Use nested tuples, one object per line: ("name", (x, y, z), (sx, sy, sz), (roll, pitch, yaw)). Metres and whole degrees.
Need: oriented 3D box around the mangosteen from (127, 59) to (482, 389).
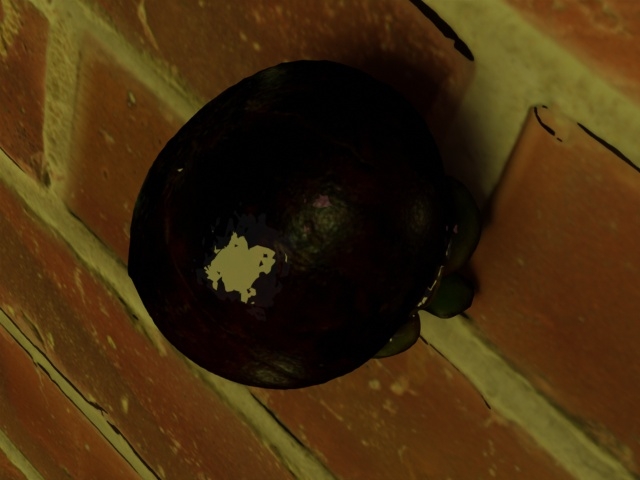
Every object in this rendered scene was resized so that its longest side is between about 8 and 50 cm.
("mangosteen", (-0.011, 0.001, 0.760), (0.216, 0.216, 0.216), (28, 134, 34))
